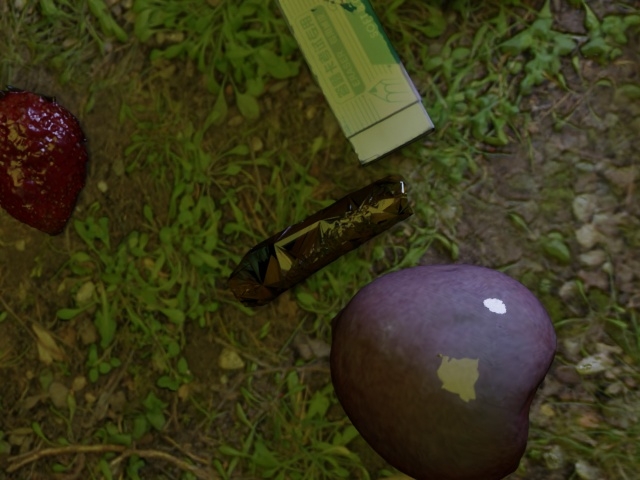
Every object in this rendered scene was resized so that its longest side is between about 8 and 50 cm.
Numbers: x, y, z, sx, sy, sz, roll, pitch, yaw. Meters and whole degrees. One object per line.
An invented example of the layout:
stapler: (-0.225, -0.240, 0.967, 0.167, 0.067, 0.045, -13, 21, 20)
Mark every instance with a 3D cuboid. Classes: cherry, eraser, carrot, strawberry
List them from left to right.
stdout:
strawberry: (-0.353, -0.091, 1.125, 0.147, 0.082, 0.187, -17, 94, 15)
carrot: (0.000, 0.000, 1.078, 0.229, 0.069, 0.069, -30, 87, 6)
eraser: (0.037, -0.203, 1.072, 0.096, 0.052, 0.225, -28, 88, 6)
cherry: (0.116, 0.133, 0.992, 0.239, 0.206, 0.239, 1, 104, 6)
